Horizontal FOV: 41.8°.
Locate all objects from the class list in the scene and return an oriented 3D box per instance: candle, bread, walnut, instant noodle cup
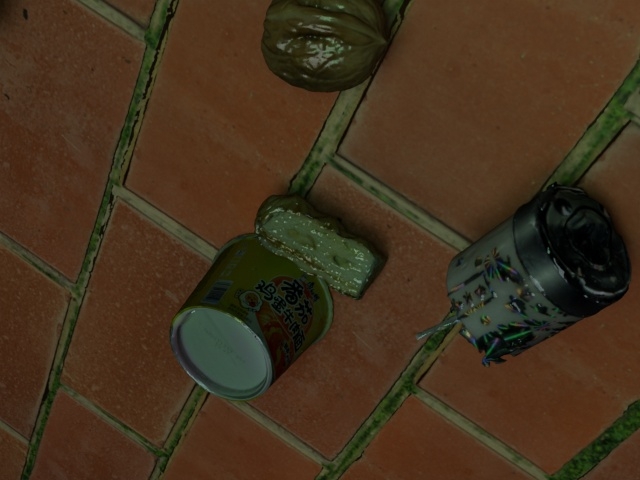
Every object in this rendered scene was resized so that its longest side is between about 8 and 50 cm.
[{"bbox_3d":[0.280,0.070,1.230,0.187,0.187,0.330,45,132,-5],"label":"candle"},{"bbox_3d":[0.000,0.000,1.406,0.231,0.088,0.128,30,139,0],"label":"bread"},{"bbox_3d":[0.008,-0.284,1.167,0.184,0.155,0.156,10,125,21],"label":"walnut"},{"bbox_3d":[-0.130,0.147,1.496,0.264,0.200,0.265,13,125,19],"label":"instant noodle cup"}]
